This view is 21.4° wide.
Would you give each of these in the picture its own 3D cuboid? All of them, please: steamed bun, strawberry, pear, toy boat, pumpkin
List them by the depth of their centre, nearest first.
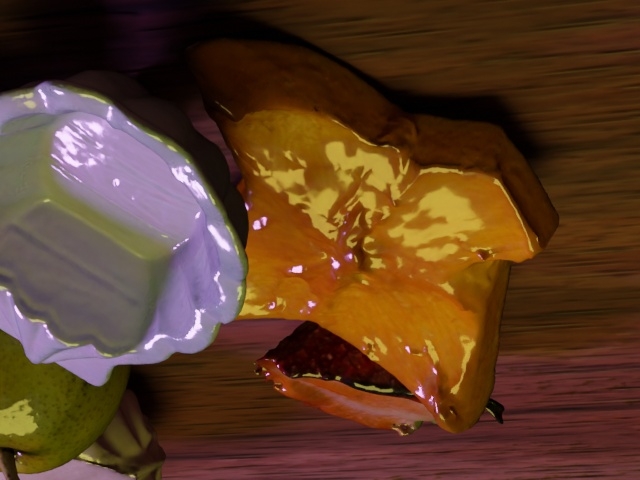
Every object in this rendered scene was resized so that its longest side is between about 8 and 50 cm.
[{"bbox_3d":[-0.131,-0.015,1.051,0.199,0.100,0.290,35,141,-2],"label":"toy boat"},{"bbox_3d":[0.023,-0.007,1.138,0.258,0.095,0.290,16,139,1],"label":"pumpkin"},{"bbox_3d":[-0.232,0.108,1.258,0.180,0.216,0.166,4,151,-8],"label":"pear"},{"bbox_3d":[0.050,0.096,1.315,0.192,0.085,0.140,7,162,5],"label":"strawberry"},{"bbox_3d":[-0.217,0.177,1.458,0.183,0.106,0.183,1,145,1],"label":"steamed bun"}]

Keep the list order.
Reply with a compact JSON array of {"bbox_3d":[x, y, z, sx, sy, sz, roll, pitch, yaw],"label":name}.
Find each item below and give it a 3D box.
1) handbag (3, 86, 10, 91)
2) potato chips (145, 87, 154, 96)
[{"bbox_3d":[-0.310,-0.040,1.112,0.229,0.127,0.208,-10,136,-15],"label":"handbag"},{"bbox_3d":[-0.120,-0.041,1.184,0.026,0.037,0.204,-4,141,-4],"label":"potato chips"}]
